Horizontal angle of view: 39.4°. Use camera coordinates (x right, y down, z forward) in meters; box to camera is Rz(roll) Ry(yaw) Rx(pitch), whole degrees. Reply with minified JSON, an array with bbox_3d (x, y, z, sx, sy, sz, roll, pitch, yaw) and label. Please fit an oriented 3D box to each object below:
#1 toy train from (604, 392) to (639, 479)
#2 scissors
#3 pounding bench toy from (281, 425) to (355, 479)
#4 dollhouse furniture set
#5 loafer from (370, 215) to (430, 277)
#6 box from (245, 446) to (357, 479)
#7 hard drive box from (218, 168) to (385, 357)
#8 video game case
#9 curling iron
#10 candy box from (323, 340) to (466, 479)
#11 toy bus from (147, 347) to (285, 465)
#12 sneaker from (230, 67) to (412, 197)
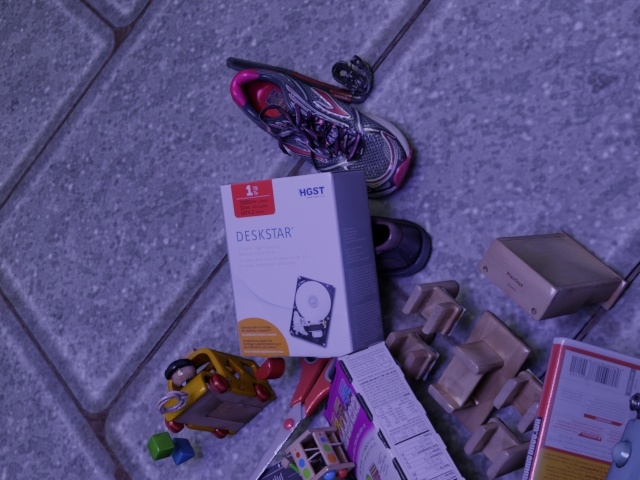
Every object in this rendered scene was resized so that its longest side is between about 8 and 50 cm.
[{"bbox_3d":[0.349,0.300,0.877,0.190,0.142,0.333,26,80,-1],"label":"toy train"},{"bbox_3d":[-0.024,0.235,1.200,0.109,0.021,0.297,9,64,34],"label":"scissors"},{"bbox_3d":[-0.008,0.285,1.128,0.083,0.052,0.065,-47,56,30],"label":"pounding bench toy"},{"bbox_3d":[0.231,0.119,1.082,0.212,0.161,0.242,45,122,33],"label":"dollhouse furniture set"},{"bbox_3d":[0.000,0.000,1.255,0.303,0.095,0.109,-2,74,31],"label":"loafer"},{"bbox_3d":[-0.015,0.400,1.163,0.183,0.056,0.231,-34,60,19],"label":"box"},{"bbox_3d":[-0.025,0.031,1.170,0.181,0.089,0.232,-6,93,33],"label":"hard drive box"},{"bbox_3d":[0.309,0.265,0.948,0.025,0.204,0.285,162,124,-75],"label":"video game case"},{"bbox_3d":[-0.034,-0.260,1.391,0.274,0.035,0.068,13,89,32],"label":"curling iron"},{"bbox_3d":[0.091,0.261,1.081,0.071,0.159,0.233,-18,59,-19],"label":"candy box"},{"bbox_3d":[-0.159,0.201,1.238,0.104,0.191,0.202,55,149,31],"label":"toy bus"},{"bbox_3d":[-0.006,-0.154,1.284,0.299,0.112,0.120,30,100,25],"label":"sneaker"}]
